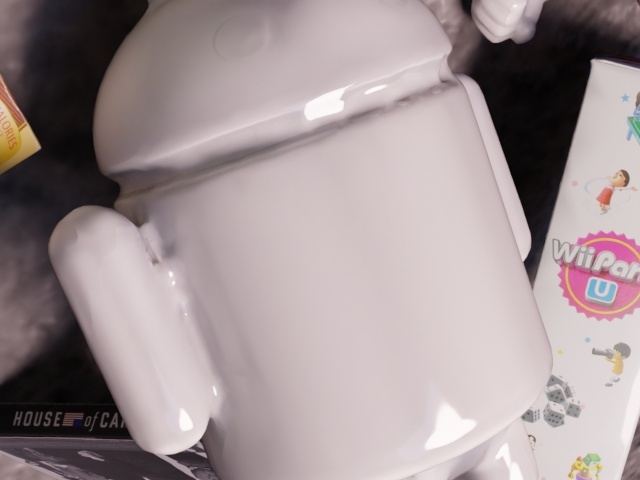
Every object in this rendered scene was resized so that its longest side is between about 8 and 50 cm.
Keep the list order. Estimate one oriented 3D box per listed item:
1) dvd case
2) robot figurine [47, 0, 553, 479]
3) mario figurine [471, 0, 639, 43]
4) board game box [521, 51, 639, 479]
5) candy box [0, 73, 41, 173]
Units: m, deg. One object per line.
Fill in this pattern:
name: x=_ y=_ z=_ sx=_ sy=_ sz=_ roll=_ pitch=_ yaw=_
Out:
dvd case: x=-0.097 y=0.162 z=0.787 sx=0.238 sy=0.179 sz=0.029 roll=45 pitch=48 yaw=-53
robot figurine: x=0.000 y=0.000 z=0.618 sx=0.300 sy=0.200 sz=0.353 roll=-25 pitch=99 yaw=-40
mario figurine: x=0.226 y=-0.181 z=0.738 sx=0.320 sy=0.198 sz=0.170 roll=9 pitch=106 yaw=-42
board game box: x=0.211 y=0.021 z=0.838 sx=0.224 sy=0.097 sz=0.303 roll=-34 pitch=138 yaw=-71
candy box: x=-0.242 y=-0.043 z=0.543 sx=0.186 sy=0.053 sz=0.109 roll=-36 pitch=141 yaw=-14
